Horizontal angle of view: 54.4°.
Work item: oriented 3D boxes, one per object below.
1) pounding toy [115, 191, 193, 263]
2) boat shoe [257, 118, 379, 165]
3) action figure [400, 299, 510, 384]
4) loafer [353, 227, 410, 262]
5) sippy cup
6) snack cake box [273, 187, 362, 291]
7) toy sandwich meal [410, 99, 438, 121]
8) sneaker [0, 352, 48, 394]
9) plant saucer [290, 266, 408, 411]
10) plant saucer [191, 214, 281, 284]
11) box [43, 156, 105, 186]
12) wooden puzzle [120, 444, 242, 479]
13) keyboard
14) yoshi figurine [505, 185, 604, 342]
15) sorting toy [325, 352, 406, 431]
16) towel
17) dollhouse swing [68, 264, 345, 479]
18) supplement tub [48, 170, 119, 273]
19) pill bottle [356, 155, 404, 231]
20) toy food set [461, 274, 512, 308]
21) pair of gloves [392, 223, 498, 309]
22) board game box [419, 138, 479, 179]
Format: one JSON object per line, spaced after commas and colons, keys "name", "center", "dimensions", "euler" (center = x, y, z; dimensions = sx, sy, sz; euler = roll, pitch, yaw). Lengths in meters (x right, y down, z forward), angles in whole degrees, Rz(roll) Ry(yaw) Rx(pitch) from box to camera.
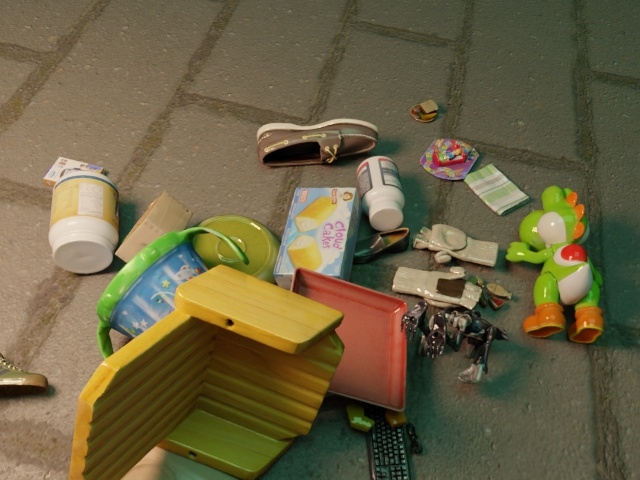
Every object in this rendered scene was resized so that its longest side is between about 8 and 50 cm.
{"name": "pounding toy", "center": [-0.373, -0.018, 1.414], "dimensions": [0.094, 0.181, 0.206], "euler": [39, 29, -17]}
{"name": "boat shoe", "center": [-0.004, -0.249, 1.635], "dimensions": [0.324, 0.116, 0.096], "euler": [-2, 57, -3]}
{"name": "action figure", "center": [0.277, 0.206, 1.292], "dimensions": [0.276, 0.141, 0.164], "euler": [16, 7, -46]}
{"name": "loafer", "center": [0.135, 0.005, 1.481], "dimensions": [0.170, 0.061, 0.062], "euler": [-18, 57, -18]}
{"name": "sippy cup", "center": [-0.277, 0.139, 1.231], "dimensions": [0.224, 0.305, 0.240], "euler": [42, 33, 6]}
{"name": "snack cake box", "center": [0.000, 0.000, 1.432], "dimensions": [0.152, 0.089, 0.264], "euler": [0, 50, 15]}
{"name": "toy sandwich meal", "center": [0.305, -0.380, 1.822], "dimensions": [0.086, 0.029, 0.085], "euler": [3, 52, -4]}
{"name": "sneaker", "center": [-0.623, 0.251, 1.200], "dimensions": [0.192, 0.064, 0.086], "euler": [-2, 57, -4]}
{"name": "plant saucer", "center": [0.046, 0.200, 1.241], "dimensions": [0.259, 0.047, 0.258], "euler": [19, 48, -12]}
{"name": "plant saucer", "center": [-0.201, 0.026, 1.397], "dimensions": [0.241, 0.037, 0.241], "euler": [5, 52, -7]}
{"name": "box", "center": [-0.619, -0.162, 1.549], "dimensions": [0.136, 0.028, 0.081], "euler": [15, 52, 3]}
{"name": "wooden puzzle", "center": [-0.271, 0.523, 1.028], "dimensions": [0.322, 0.080, 0.348], "euler": [25, 49, 13]}
{"name": "keyboard", "center": [0.143, 0.384, 1.213], "dimensions": [0.108, 0.023, 0.180], "euler": [1, 53, -6]}
{"name": "yoshi figurine", "center": [0.547, 0.056, 1.455], "dimensions": [0.203, 0.203, 0.362], "euler": [-12, 59, 36]}
{"name": "sorting toy", "center": [0.047, 0.258, 1.283], "dimensions": [0.229, 0.041, 0.307], "euler": [-11, 52, -15]}
{"name": "towel", "center": [0.467, -0.139, 1.656], "dimensions": [0.113, 0.023, 0.152], "euler": [-24, 58, -24]}
{"name": "dollhouse swing", "center": [-0.167, 0.276, 0.981], "dimensions": [0.315, 0.346, 0.305], "euler": [21, 31, 2]}
{"name": "supplement tub", "center": [-0.526, -0.041, 1.390], "dimensions": [0.144, 0.144, 0.199], "euler": [-5, 53, -10]}
{"name": "pill bottle", "center": [0.151, -0.113, 1.538], "dimensions": [0.108, 0.108, 0.180], "euler": [1, 47, -6]}
{"name": "toy food set", "center": [0.374, 0.122, 1.444], "dimensions": [0.122, 0.019, 0.078], "euler": [31, 55, 17]}
{"name": "pair of gloves", "center": [0.297, 0.054, 1.457], "dimensions": [0.204, 0.042, 0.240], "euler": [19, 50, 19]}
{"name": "board game box", "center": [0.355, -0.237, 1.705], "dimensions": [0.133, 0.033, 0.168], "euler": [24, 53, 20]}
